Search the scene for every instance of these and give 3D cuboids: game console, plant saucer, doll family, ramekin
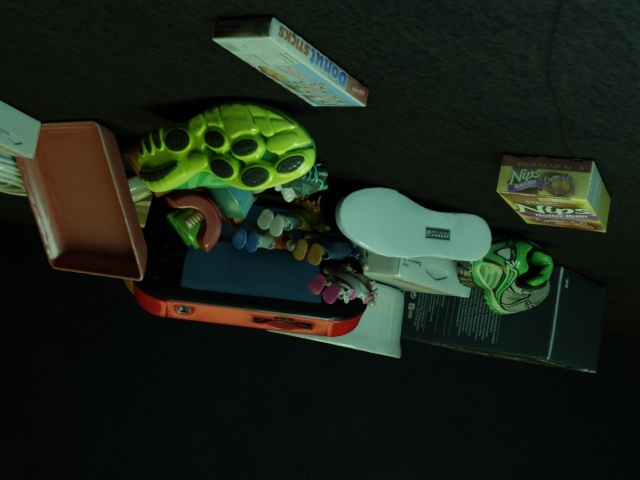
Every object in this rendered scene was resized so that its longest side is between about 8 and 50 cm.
[{"bbox_3d":[-0.116,0.023,1.495,0.386,0.060,0.342,8,-142,-7],"label":"game console"},{"bbox_3d":[-0.384,-0.071,1.389,0.259,0.259,0.047,4,-156,40],"label":"plant saucer"},{"bbox_3d":[0.000,0.000,1.398,0.263,0.118,0.163,32,-162,25],"label":"doll family"},{"bbox_3d":[0.037,0.144,1.738,0.277,0.135,0.277,11,174,1],"label":"ramekin"}]

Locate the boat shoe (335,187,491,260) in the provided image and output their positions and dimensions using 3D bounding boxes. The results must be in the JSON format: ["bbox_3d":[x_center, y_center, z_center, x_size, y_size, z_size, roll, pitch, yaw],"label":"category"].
[{"bbox_3d":[0.141,-0.020,1.433,0.301,0.108,0.102,6,175,-31],"label":"boat shoe"}]

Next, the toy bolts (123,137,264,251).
[{"bbox_3d":[-0.174,-0.098,1.340,0.218,0.158,0.228,57,166,-18],"label":"toy bolts"}]

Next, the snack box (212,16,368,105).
[{"bbox_3d":[-0.023,-0.165,0.817,0.064,0.022,0.178,5,171,32],"label":"snack box"}]

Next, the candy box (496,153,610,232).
[{"bbox_3d":[0.297,-0.057,1.083,0.109,0.053,0.186,8,171,26],"label":"candy box"}]

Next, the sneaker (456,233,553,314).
[{"bbox_3d":[0.383,0.073,1.658,0.146,0.134,0.343,6,171,31],"label":"sneaker"}]

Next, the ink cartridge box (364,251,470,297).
[{"bbox_3d":[0.136,0.029,1.714,0.211,0.122,0.289,17,171,-38],"label":"ink cartridge box"}]

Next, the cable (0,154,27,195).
[{"bbox_3d":[-0.615,-0.152,1.540,0.257,0.089,0.257,10,172,9],"label":"cable"}]

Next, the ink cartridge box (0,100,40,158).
[{"bbox_3d":[-0.522,-0.175,1.311,0.150,0.063,0.109,8,172,17],"label":"ink cartridge box"}]

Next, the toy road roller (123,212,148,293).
[{"bbox_3d":[-0.396,0.006,1.836,0.329,0.241,0.202,13,172,-17],"label":"toy road roller"}]

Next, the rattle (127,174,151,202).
[{"bbox_3d":[-0.305,-0.135,1.468,0.199,0.143,0.130,-26,163,-2],"label":"rattle"}]

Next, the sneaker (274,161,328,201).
[{"bbox_3d":[-0.028,-0.100,1.255,0.076,0.065,0.166,-7,174,7],"label":"sneaker"}]

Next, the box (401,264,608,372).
[{"bbox_3d":[0.433,0.170,2.047,0.395,0.212,0.293,4,170,39],"label":"box"}]

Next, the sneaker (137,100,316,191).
[{"bbox_3d":[-0.112,-0.120,1.090,0.295,0.110,0.123,2,-168,43],"label":"sneaker"}]

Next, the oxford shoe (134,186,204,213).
[{"bbox_3d":[-0.230,-0.034,1.710,0.363,0.133,0.130,12,173,-9],"label":"oxford shoe"}]
